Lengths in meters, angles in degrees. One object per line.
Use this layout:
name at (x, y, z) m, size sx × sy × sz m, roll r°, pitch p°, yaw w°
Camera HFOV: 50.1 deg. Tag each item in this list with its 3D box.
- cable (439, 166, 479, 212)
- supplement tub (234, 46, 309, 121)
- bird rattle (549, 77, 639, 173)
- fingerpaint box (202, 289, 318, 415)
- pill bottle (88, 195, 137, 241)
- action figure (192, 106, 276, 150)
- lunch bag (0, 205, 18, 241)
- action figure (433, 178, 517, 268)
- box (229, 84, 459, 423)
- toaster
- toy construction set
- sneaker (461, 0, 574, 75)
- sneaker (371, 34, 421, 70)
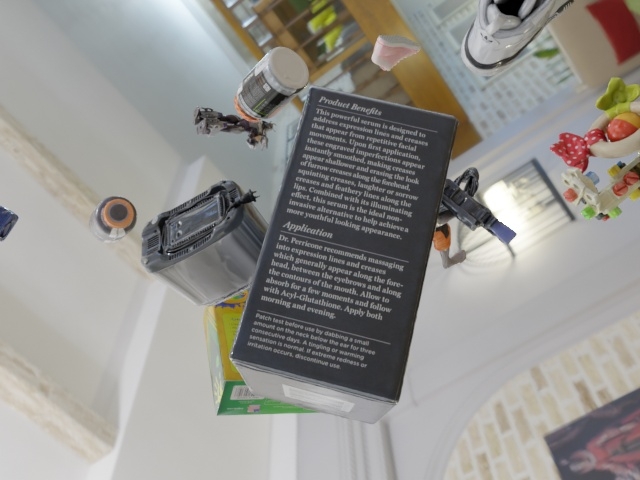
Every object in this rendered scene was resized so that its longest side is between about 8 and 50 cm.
cable at (0.370, -0.125, 1.803) m, size 0.047 × 0.184 × 0.150 m, roll 34°, pitch -119°, yaw -6°
supplement tub at (-0.123, -0.366, 1.634) m, size 0.117 × 0.190 × 0.117 m, roll 16°, pitch -118°, yaw -32°
bird rattle at (0.667, -0.256, 1.565) m, size 0.143 × 0.253 × 0.207 m, roll 56°, pitch 168°, yaw -23°
fingerpaint box at (-0.099, 0.315, 2.001) m, size 0.445 × 0.163 × 0.371 m, roll 3°, pitch -141°, yaw -20°
pill bottle at (-0.655, -0.068, 2.167) m, size 0.130 × 0.130 × 0.246 m, roll 54°, pitch 157°, yaw -9°
action figure at (-0.271, -0.383, 2.263) m, size 0.285 × 0.099 × 0.185 m, roll -2°, pitch -123°, yaw -31°
lunch bag at (-0.891, -0.043, 1.898) m, size 0.065 × 0.098 × 0.067 m, roll 30°, pitch 175°, yaw 6°
action figure at (0.215, -0.038, 1.381) m, size 0.341 × 0.178 × 0.330 m, roll 42°, pitch 169°, yaw 31°
box at (0.036, 0.035, 0.985) m, size 0.293 × 0.212 × 0.395 m, roll 93°, pitch -168°, yaw -70°
toaster at (-0.166, 0.007, 1.101) m, size 0.146 × 0.227 × 0.129 m, roll 51°, pitch -164°, yaw -42°
toy construction set at (0.716, -0.147, 1.601) m, size 0.215 × 0.328 × 0.151 m, roll 86°, pitch 159°, yaw -83°
sneaker at (0.424, -0.497, 1.332) m, size 0.137 × 0.366 × 0.210 m, roll 40°, pitch 177°, yaw 7°
sneaker at (0.163, -0.411, 1.508) m, size 0.134 × 0.070 × 0.051 m, roll -12°, pitch -135°, yaw -44°
